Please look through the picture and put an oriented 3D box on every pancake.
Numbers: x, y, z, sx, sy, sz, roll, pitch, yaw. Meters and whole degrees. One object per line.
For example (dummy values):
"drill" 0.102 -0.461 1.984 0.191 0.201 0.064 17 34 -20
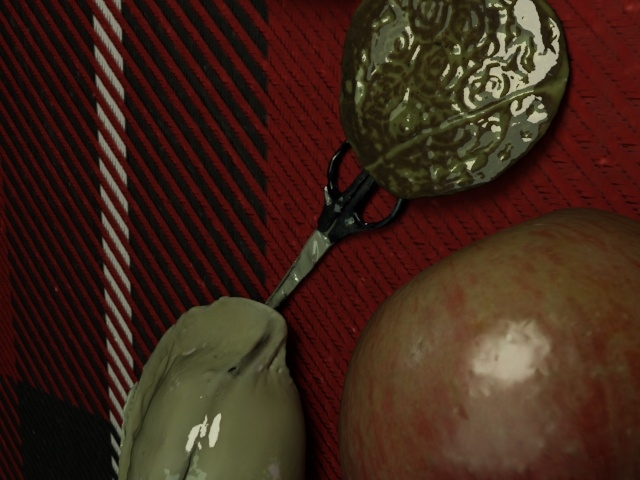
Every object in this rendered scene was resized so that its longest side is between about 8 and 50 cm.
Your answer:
"pancake" 0.119 -0.165 0.747 0.250 0.031 0.249 4 96 34

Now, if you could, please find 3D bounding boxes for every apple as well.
"apple" 0.167 0.118 0.612 0.345 0.345 0.269 -33 58 37

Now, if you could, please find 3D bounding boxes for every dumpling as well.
"dumpling" -0.167 0.259 0.948 0.316 0.233 0.394 12 92 38

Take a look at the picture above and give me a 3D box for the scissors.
"scissors" 0.000 0.000 0.887 0.109 0.022 0.300 52 123 20
